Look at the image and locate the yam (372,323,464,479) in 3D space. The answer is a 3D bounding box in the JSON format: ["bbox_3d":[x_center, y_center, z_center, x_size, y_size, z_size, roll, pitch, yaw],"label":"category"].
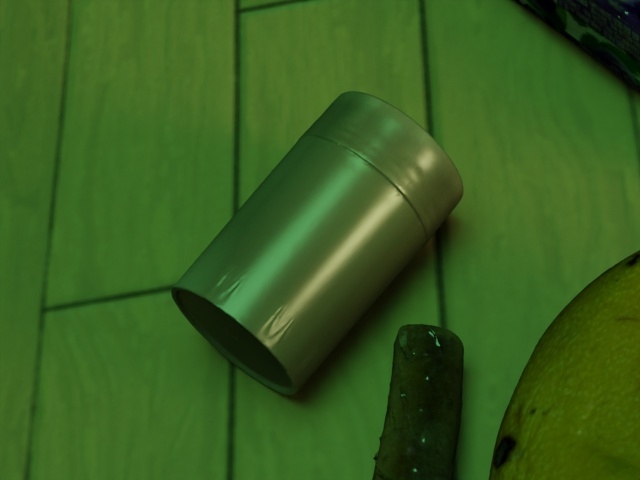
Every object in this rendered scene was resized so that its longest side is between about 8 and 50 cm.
[{"bbox_3d":[0.054,0.159,1.070,0.056,0.057,0.241,-1,57,17],"label":"yam"}]

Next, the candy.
[{"bbox_3d":[0.226,-0.144,1.206,0.061,0.088,0.312,-35,53,-14],"label":"candy"}]

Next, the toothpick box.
[{"bbox_3d":[0.000,0.000,1.164,0.111,0.111,0.181,30,70,32],"label":"toothpick box"}]

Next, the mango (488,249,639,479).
[{"bbox_3d":[0.189,0.128,1.012,0.177,0.120,0.295,5,56,30],"label":"mango"}]
